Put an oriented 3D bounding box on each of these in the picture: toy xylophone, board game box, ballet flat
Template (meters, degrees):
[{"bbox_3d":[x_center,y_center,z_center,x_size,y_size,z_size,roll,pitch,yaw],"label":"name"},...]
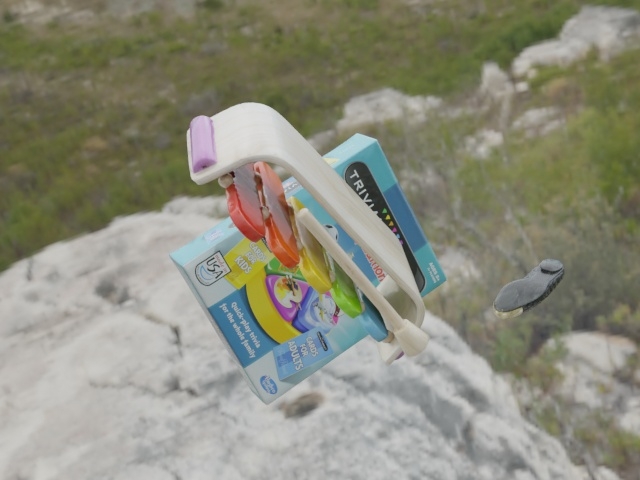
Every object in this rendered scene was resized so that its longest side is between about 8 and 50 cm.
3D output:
[{"bbox_3d":[0.000,0.000,1.130,0.081,0.322,0.236,-38,22,13],"label":"toy xylophone"},{"bbox_3d":[-0.012,0.040,1.694,0.336,0.254,0.079,-34,22,-12],"label":"board game box"},{"bbox_3d":[0.295,0.076,1.615,0.057,0.049,0.173,21,31,32],"label":"ballet flat"}]
